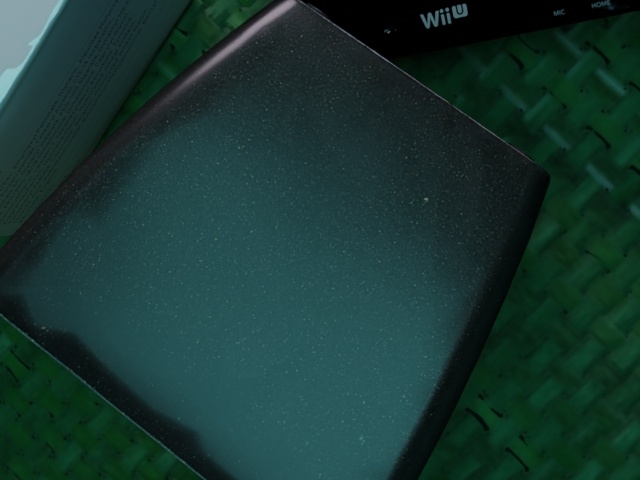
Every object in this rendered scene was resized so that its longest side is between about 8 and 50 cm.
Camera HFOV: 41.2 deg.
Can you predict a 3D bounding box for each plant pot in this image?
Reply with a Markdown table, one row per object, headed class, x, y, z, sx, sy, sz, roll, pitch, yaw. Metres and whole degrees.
| class | x | y | z | sx | sy | sz | roll | pitch | yaw |
| --- | --- | --- | --- | --- | --- | --- | --- | --- | --- |
| plant pot | 0.000 | 0.000 | 0.393 | 0.188 | 0.187 | 0.167 | 36 | 99 | 7 |

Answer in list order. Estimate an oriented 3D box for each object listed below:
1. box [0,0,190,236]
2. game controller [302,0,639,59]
| class | x | y | z | sx | sy | sz | roll | pitch | yaw |
| --- | --- | --- | --- | --- | --- | --- | --- | --- | --- |
| box | -0.202 | -0.123 | 0.461 | 0.181 | 0.119 | 0.182 | 37 | 100 | 7 |
| game controller | 0.112 | -0.180 | 0.364 | 0.319 | 0.067 | 0.166 | -3 | 98 | 37 |
